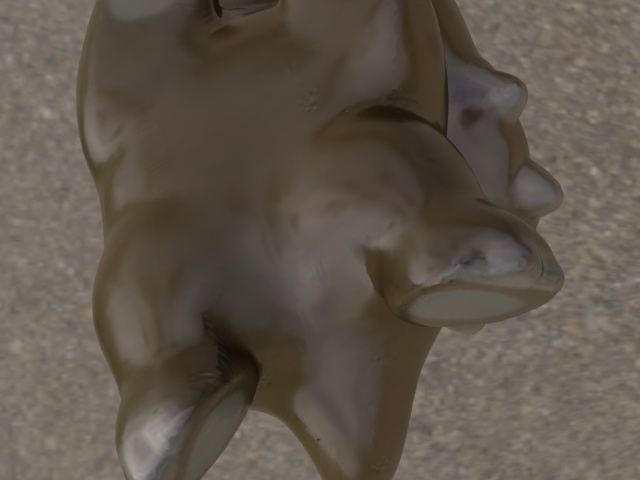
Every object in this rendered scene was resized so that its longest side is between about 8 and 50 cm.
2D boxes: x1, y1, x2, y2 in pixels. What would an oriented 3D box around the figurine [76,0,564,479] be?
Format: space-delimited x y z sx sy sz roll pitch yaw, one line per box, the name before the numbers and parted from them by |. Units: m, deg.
figurine | 0.003 -0.005 0.608 0.177 0.173 0.247 -28 47 1
